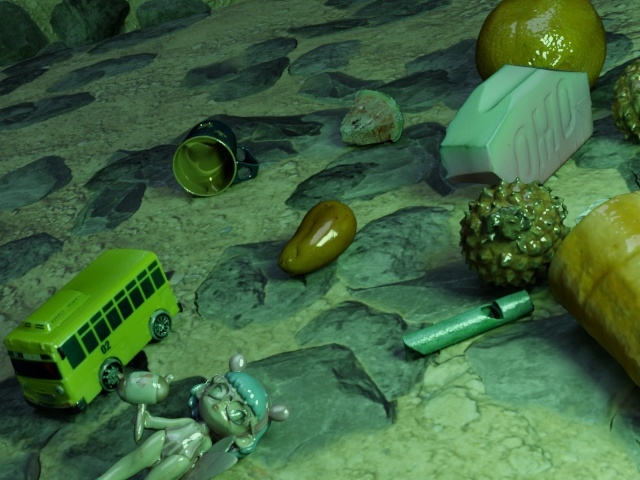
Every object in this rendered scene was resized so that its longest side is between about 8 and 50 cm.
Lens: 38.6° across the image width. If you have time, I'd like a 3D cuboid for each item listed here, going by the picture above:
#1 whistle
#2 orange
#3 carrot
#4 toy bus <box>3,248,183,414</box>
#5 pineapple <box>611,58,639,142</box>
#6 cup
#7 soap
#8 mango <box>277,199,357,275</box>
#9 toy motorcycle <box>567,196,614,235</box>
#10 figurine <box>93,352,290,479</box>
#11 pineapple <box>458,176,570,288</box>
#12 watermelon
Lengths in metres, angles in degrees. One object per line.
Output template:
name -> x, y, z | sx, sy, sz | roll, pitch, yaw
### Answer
whistle -> 0.201, 0.115, 1.254 | 0.186, 0.039, 0.039 | -20, 28, -6
orange -> 0.430, -0.370, 1.783 | 0.264, 0.264, 0.264 | -13, 28, 7
carrot -> 0.410, 0.081, 1.078 | 0.195, 0.196, 0.254 | -19, 38, -5
toy bus -> -0.349, 0.132, 1.401 | 0.128, 0.150, 0.262 | 2, 34, 34
pineapple -> 0.645, -0.211, 1.515 | 0.310, 0.141, 0.170 | 16, 56, 32
cup -> -0.216, -0.177, 1.929 | 0.176, 0.131, 0.155 | 13, 24, -7
soap -> 0.338, -0.190, 1.561 | 0.109, 0.193, 0.324 | 13, 40, 43
mango -> 0.003, 0.002, 1.515 | 0.105, 0.084, 0.159 | -5, 44, 52
toy motorcycle -> 0.428, -0.020, 1.270 | 0.254, 0.113, 0.112 | -16, 24, -33
figurine -> -0.182, 0.243, 1.147 | 0.260, 0.103, 0.205 | -35, 58, -24
pineapple -> 0.270, -0.012, 1.275 | 0.166, 0.166, 0.193 | -9, -8, 14
watermelon -> 0.100, -0.243, 1.926 | 0.139, 0.071, 0.187 | -30, 39, -10
